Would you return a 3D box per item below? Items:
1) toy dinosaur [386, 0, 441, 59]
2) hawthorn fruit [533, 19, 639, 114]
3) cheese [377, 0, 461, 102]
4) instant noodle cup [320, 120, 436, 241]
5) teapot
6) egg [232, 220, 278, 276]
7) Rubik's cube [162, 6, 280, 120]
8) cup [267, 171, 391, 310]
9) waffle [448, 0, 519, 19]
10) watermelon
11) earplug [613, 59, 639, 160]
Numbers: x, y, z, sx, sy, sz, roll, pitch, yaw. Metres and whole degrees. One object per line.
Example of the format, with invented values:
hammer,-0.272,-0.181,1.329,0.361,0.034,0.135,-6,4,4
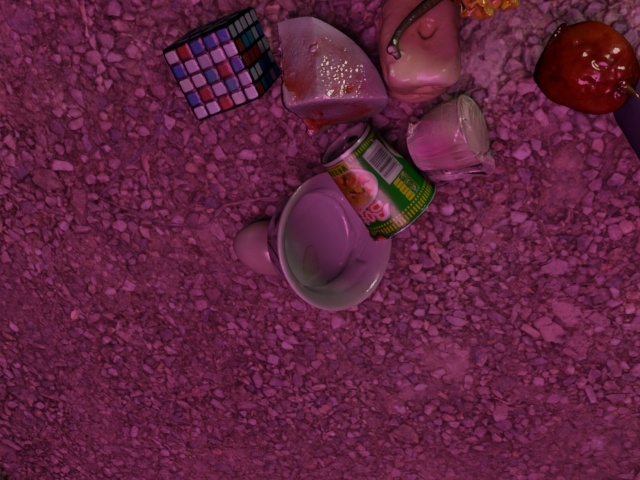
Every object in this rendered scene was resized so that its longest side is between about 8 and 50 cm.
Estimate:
toy dinosaur,0.262,-0.595,1.326,0.300,0.087,0.448,-5,97,-2
hawthorn fruit,0.567,-0.352,1.384,0.189,0.251,0.190,-13,122,-22
cheese,0.213,-0.427,1.469,0.173,0.251,0.248,0,86,7
instant noodle cup,0.126,-0.148,1.587,0.207,0.207,0.233,-32,112,28
teapot,0.304,-0.237,1.588,0.178,0.221,0.163,-14,77,31
egg,-0.141,0.020,1.832,0.209,0.151,0.151,12,123,19
Rubik's cube,-0.227,-0.414,1.570,0.184,0.187,0.182,-13,116,23
cup,0.000,0.000,1.711,0.163,0.347,0.347,2,128,55
waffle,0.292,-0.574,1.251,0.311,0.060,0.307,24,92,21
watermelon,0.017,-0.329,1.513,0.289,0.213,0.320,24,138,28
earplug,0.718,-0.198,1.306,0.215,0.456,0.215,6,124,9
